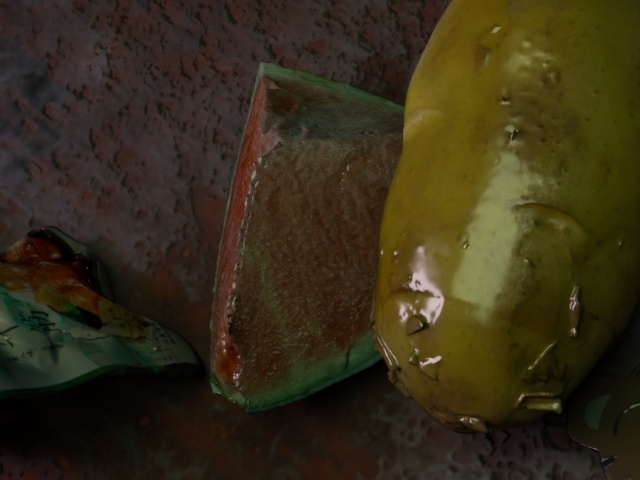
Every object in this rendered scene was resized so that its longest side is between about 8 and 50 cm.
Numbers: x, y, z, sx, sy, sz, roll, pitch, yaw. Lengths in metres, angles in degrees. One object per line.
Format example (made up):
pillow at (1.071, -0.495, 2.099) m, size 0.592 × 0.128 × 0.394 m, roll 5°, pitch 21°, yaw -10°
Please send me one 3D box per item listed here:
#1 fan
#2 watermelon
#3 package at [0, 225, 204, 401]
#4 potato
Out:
fan at (0.245, 0.132, 1.065) m, size 0.152 × 0.008 × 0.227 m, roll -31°, pitch 44°, yaw 1°
watermelon at (0.012, 0.004, 1.199) m, size 0.146 × 0.128 × 0.231 m, roll 10°, pitch 85°, yaw -9°
package at (-0.189, 0.043, 1.187) m, size 0.166 × 0.232 × 0.040 m, roll 44°, pitch 116°, yaw 31°
potato at (0.126, -0.026, 1.125) m, size 0.173 × 0.140 × 0.300 m, roll 15°, pitch 78°, yaw -3°
